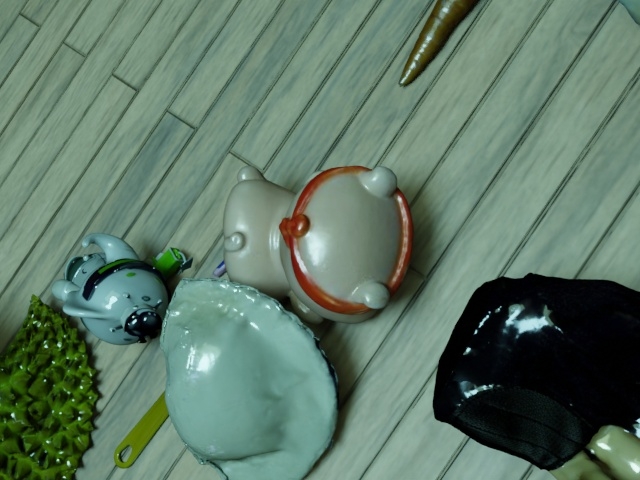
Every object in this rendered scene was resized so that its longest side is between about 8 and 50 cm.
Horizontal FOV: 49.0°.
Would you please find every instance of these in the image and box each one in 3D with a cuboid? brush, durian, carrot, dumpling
[{"bbox_3d":[-0.177,0.185,0.822,0.083,0.011,0.205,39,94,27],"label":"brush"},{"bbox_3d":[-0.387,0.253,0.861,0.351,0.158,0.169,-62,28,-3],"label":"durian"},{"bbox_3d":[0.150,-0.264,0.791,0.048,0.048,0.216,39,98,28],"label":"carrot"},{"bbox_3d":[-0.065,0.144,0.717,0.173,0.142,0.247,-11,105,23],"label":"dumpling"}]

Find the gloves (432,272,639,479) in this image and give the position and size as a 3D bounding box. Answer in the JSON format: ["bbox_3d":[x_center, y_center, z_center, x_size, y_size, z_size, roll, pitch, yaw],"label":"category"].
[{"bbox_3d":[0.250,0.126,0.572,0.301,0.152,0.197,30,110,22],"label":"gloves"}]

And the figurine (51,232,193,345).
[{"bbox_3d":[-0.238,0.062,0.824,0.192,0.147,0.126,29,107,46],"label":"figurine"}]

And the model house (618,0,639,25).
[{"bbox_3d":[0.354,-0.339,0.496,0.395,0.445,0.400,-40,65,11],"label":"model house"}]

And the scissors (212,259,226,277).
[{"bbox_3d":[-0.079,0.013,0.826,0.113,0.012,0.039,-44,63,7],"label":"scissors"}]

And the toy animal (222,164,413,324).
[{"bbox_3d":[0.000,0.000,0.721,0.198,0.171,0.171,2,76,32],"label":"toy animal"}]
